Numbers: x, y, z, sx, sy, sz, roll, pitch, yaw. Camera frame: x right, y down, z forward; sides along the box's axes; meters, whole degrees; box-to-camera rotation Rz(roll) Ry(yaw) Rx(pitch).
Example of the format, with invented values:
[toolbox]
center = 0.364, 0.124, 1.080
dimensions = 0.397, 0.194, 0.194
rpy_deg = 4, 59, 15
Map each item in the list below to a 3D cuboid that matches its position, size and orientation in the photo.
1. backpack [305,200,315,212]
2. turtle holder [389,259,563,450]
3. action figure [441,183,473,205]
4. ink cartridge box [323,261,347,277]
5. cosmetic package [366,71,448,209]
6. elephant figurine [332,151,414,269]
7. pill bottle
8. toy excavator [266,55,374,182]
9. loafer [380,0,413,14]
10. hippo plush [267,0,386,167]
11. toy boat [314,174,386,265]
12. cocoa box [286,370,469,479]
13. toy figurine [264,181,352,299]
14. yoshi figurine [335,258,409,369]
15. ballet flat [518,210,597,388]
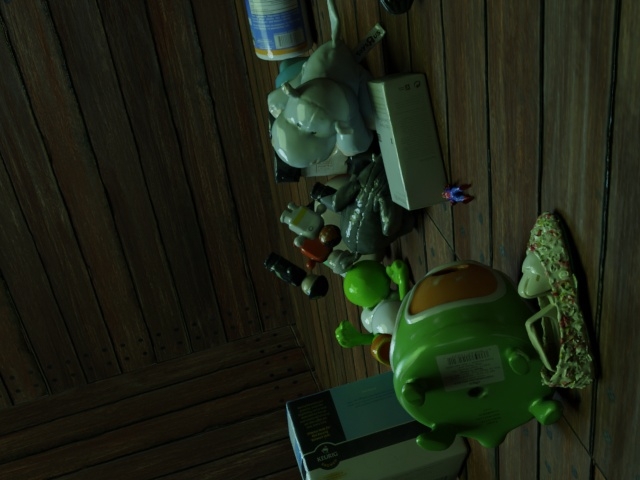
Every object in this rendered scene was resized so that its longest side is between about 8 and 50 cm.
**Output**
[backpack]
center = 0.020, -0.064, 2.779
dimensions = 0.101, 0.098, 0.120
rpy_deg = 46, -176, -26
[turtle holder]
center = 0.243, 0.173, 1.499
dimensions = 0.320, 0.243, 0.227
rpy_deg = 34, -145, -32
[action figure]
center = 0.225, -0.078, 1.687
dimensions = 0.115, 0.030, 0.038
rpy_deg = -164, 53, -82
[ink cartridge box]
center = 0.047, -0.010, 2.636
dimensions = 0.181, 0.056, 0.225
rpy_deg = 35, 147, 39
[cosmetic package]
center = 0.154, -0.178, 1.774
dimensions = 0.117, 0.085, 0.231
rpy_deg = -138, 34, -75
[elephant figurine]
center = 0.101, -0.086, 1.974
dimensions = 0.239, 0.169, 0.186
rpy_deg = 84, 173, -65
[pill bottle]
center = -0.112, -0.596, 2.469
dimensions = 0.152, 0.152, 0.272
rpy_deg = -121, 18, -60
[toy excavator]
center = -0.007, -0.323, 2.276
dimensions = 0.433, 0.222, 0.445
rpy_deg = 88, 177, -58
[loafer]
center = 0.105, -0.476, 1.615
dimensions = 0.078, 0.076, 0.223
rpy_deg = -77, -28, -79
[hippo plush]
center = 0.029, -0.240, 1.853
dimensions = 0.294, 0.234, 0.237
rpy_deg = -54, 13, 31
[toy boat]
center = 0.079, -0.051, 2.381
dimensions = 0.151, 0.150, 0.231
rpy_deg = -55, -44, -63
[cocoa box]
center = 0.117, 0.446, 2.223
dimensions = 0.231, 0.347, 0.228
rpy_deg = 89, 163, -61
[toy figurine]
center = 0.000, 0.000, 2.172
dimensions = 0.148, 0.213, 0.210
rpy_deg = 30, 122, 15
[yoshi figurine]
center = 0.133, 0.144, 2.191
dimensions = 0.362, 0.203, 0.203
rpy_deg = -130, 42, -75
[ballet flat]
center = 0.304, 0.085, 1.318
dimensions = 0.091, 0.077, 0.241
rpy_deg = -172, 68, -81
